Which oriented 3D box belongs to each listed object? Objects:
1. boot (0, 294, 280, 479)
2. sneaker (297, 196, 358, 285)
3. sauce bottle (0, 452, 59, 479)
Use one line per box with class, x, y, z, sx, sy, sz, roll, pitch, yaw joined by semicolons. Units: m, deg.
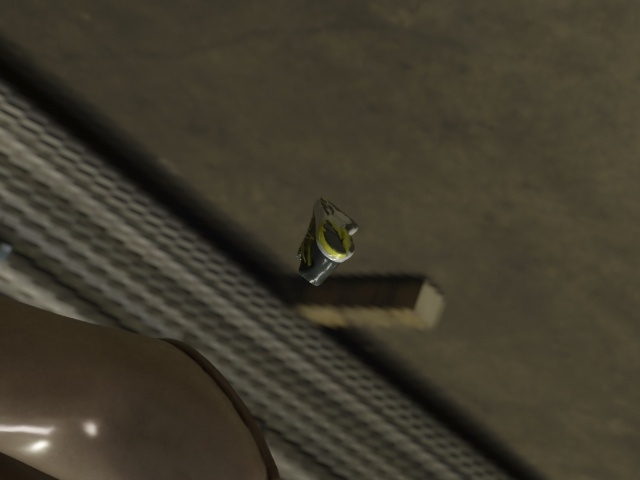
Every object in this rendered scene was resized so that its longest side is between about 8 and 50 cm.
boot;-0.076;0.031;0.338;0.118;0.042;0.087;22;-175;42
sneaker;0.000;0.000;0.934;0.031;0.035;0.083;39;-164;-8
sauce bottle;-0.138;0.171;0.655;0.111;0.111;0.344;1;115;39
